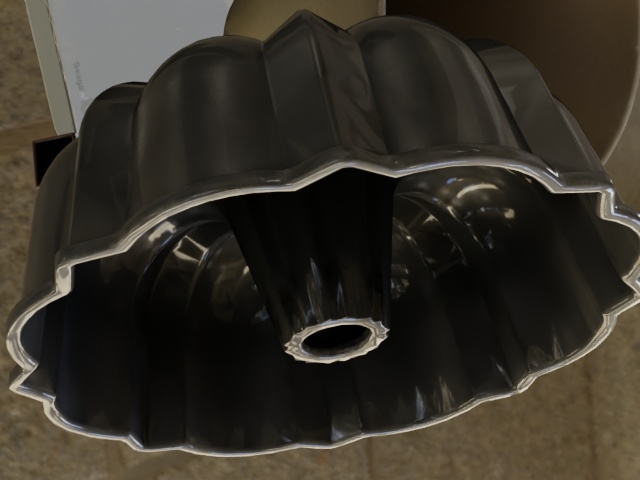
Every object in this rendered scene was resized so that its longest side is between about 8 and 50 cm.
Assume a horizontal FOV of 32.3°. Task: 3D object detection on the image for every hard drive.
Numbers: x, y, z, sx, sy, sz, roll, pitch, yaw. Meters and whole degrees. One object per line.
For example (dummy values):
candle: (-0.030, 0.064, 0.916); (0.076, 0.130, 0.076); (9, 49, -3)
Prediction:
hard drive: (-0.191, -0.266, 1.247); (0.307, 0.040, 0.203); (-40, 136, -40)

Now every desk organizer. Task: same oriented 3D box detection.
desk organizer: (-0.183, -0.074, 0.963); (0.050, 0.130, 0.047); (11, 72, -67)

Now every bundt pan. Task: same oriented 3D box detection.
bundt pan: (0.000, 0.000, 0.591); (0.331, 0.331, 0.124); (19, 50, -40)

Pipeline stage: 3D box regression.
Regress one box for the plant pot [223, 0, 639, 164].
plant pot: (0.051, -0.154, 0.833); (0.256, 0.274, 0.256); (-4, 97, -38)
